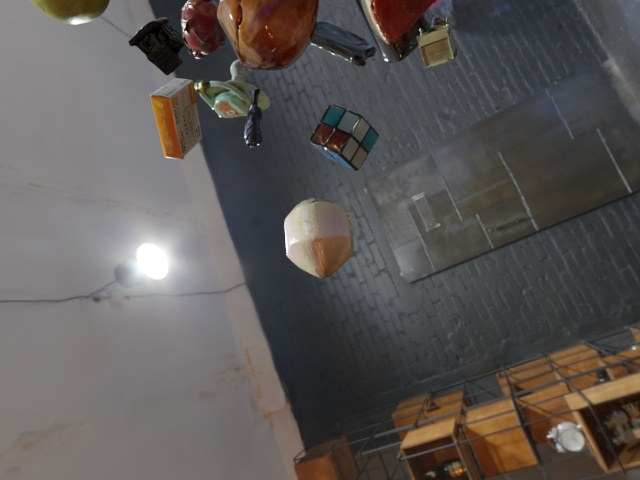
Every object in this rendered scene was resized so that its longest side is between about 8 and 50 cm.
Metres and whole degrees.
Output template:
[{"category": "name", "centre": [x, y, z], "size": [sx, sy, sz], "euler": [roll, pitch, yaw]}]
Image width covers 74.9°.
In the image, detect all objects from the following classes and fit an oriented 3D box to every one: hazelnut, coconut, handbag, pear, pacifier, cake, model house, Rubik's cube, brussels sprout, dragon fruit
[{"category": "hazelnut", "centre": [-0.166, -0.753, 1.396], "size": [0.315, 0.373, 0.371], "euler": [20, -134, -57]}, {"category": "coconut", "centre": [0.000, 0.000, 1.260], "size": [0.224, 0.224, 0.233], "euler": [36, -151, -58]}, {"category": "handbag", "centre": [0.083, -0.858, 1.816], "size": [0.332, 0.074, 0.191], "euler": [32, -132, 11]}, {"category": "pear", "centre": [-0.646, -0.663, 1.061], "size": [0.269, 0.212, 0.212], "euler": [31, 172, 39]}, {"category": "pacifier", "centre": [-0.392, -0.708, 1.918], "size": [0.288, 0.344, 0.268], "euler": [22, -107, -57]}, {"category": "cake", "centre": [0.230, -0.730, 1.197], "size": [0.160, 0.262, 0.158], "euler": [31, -155, -38]}, {"category": "handbag", "centre": [0.301, -0.847, 1.517], "size": [0.301, 0.275, 0.178], "euler": [53, 175, -28]}, {"category": "model house", "centre": [-0.549, -0.678, 1.466], "size": [0.152, 0.165, 0.106], "euler": [46, 179, -17]}, {"category": "Rubik's cube", "centre": [0.095, -0.410, 1.671], "size": [0.184, 0.180, 0.167], "euler": [30, -178, 33]}, {"category": "brussels sprout", "centre": [-0.431, -0.559, 1.516], "size": [0.046, 0.050, 0.083], "euler": [14, -172, -34]}, {"category": "dragon fruit", "centre": [-0.580, -1.066, 2.087], "size": [0.251, 0.314, 0.250], "euler": [23, -160, -9]}]

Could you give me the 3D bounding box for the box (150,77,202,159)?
[{"category": "box", "centre": [-0.596, -0.510, 1.748], "size": [0.220, 0.091, 0.273], "euler": [-74, -12, -48]}]

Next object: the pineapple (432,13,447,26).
[{"category": "pineapple", "centre": [0.482, -1.044, 2.014], "size": [0.248, 0.128, 0.128], "euler": [7, -131, -23]}]

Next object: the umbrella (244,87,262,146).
[{"category": "umbrella", "centre": [-0.261, -0.478, 1.630], "size": [0.071, 0.071, 0.247], "euler": [28, -124, -63]}]

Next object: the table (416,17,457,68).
[{"category": "table", "centre": [0.286, -0.483, 1.026], "size": [0.083, 0.079, 0.062], "euler": [58, -142, -35]}]
